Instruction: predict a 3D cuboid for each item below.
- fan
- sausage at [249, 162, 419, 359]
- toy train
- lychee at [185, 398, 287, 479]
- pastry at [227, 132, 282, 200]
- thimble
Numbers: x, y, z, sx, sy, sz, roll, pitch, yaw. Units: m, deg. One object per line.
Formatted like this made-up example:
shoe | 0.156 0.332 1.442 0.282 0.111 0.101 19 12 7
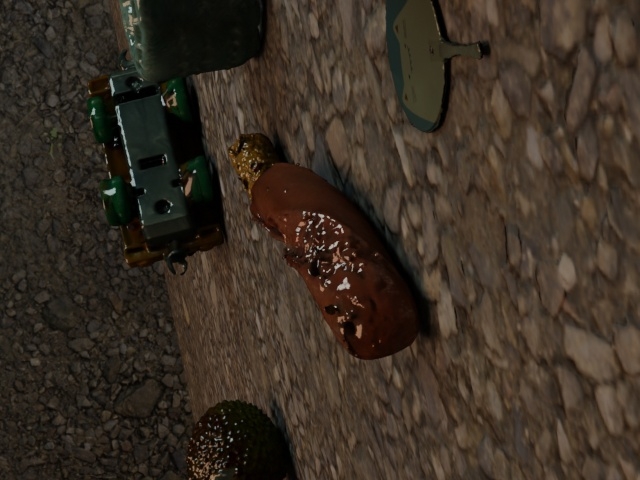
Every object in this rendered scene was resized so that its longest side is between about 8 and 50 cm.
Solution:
fan | 0.071 -0.123 0.691 0.175 0.005 0.113 -144 44 -73
sausage | 0.001 -0.002 0.941 0.326 0.079 0.087 -127 43 -60
toy train | -0.284 -0.127 1.852 0.249 0.178 0.429 87 168 -72
lychee | -0.126 0.322 1.615 0.171 0.171 0.171 168 90 -77
pastry | -0.062 -0.069 1.204 0.080 0.056 0.140 82 162 -50
thimble | -0.155 -0.285 1.205 0.235 0.143 0.198 122 136 -71
